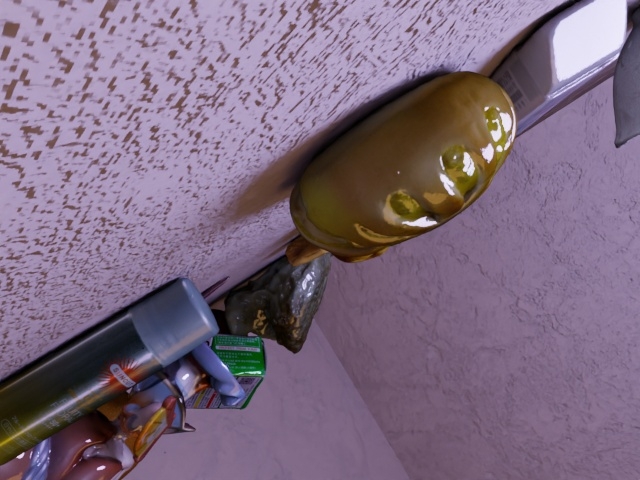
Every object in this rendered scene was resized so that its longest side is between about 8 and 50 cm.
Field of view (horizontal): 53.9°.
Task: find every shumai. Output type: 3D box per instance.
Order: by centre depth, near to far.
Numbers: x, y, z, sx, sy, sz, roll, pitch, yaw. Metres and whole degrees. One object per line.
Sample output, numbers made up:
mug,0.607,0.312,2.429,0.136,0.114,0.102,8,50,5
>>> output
shumai,-0.099,0.106,1.369,0.222,0.203,0.272,-46,158,-74

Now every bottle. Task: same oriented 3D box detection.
bottle,-0.256,0.146,0.718,0.286,0.082,0.082,-31,177,-5

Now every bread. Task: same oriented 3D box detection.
bread,0.075,-0.057,0.538,0.213,0.105,0.213,-34,177,-2
bread,0.000,0.000,1.106,0.132,0.053,0.074,-31,177,31

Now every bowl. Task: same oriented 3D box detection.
bowl,0.483,-0.260,0.794,0.313,0.146,0.313,-32,175,-3

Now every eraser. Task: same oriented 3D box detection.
eraser,0.219,-0.158,0.675,0.089,0.061,0.352,-32,177,-4

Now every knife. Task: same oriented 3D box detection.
knife,-0.236,0.120,1.119,0.247,0.018,0.035,-37,171,37

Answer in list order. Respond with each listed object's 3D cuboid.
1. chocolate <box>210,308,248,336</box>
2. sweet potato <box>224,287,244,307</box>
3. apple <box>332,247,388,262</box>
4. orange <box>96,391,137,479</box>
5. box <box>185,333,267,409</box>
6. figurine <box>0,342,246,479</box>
chocolate,-0.253,0.230,1.461,0.176,0.177,0.177,-31,177,-2
sweet potato,-0.174,0.139,1.596,0.081,0.062,0.233,-34,179,27
apple,0.057,-0.015,0.964,0.099,0.102,0.114,-31,176,18
orange,-0.514,0.439,1.389,0.264,0.264,0.264,-31,177,-2
box,-0.247,0.274,1.307,0.250,0.103,0.180,8,137,-26
figurine,-0.342,0.284,1.002,0.388,0.248,0.276,-40,177,-17
